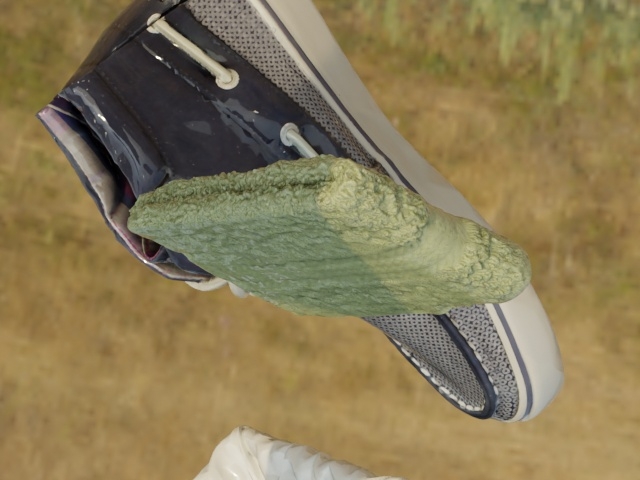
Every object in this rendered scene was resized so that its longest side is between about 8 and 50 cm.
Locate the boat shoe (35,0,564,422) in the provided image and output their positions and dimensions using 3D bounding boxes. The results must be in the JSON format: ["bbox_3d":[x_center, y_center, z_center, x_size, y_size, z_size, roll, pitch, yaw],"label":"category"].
[{"bbox_3d":[-0.015,0.001,1.009,0.340,0.158,0.127,52,154,-5],"label":"boat shoe"}]

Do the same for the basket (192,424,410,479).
[{"bbox_3d":[-0.001,0.337,1.148,0.266,0.328,0.331,40,167,-19],"label":"basket"}]

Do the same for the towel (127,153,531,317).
[{"bbox_3d":[0.000,0.000,0.698,0.110,0.027,0.148,27,160,-33],"label":"towel"}]
